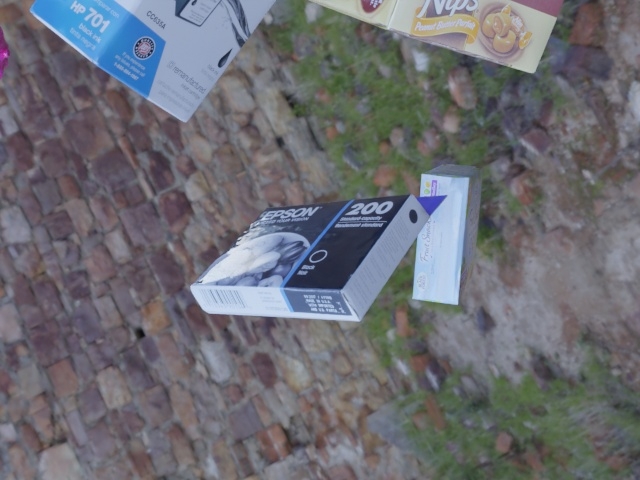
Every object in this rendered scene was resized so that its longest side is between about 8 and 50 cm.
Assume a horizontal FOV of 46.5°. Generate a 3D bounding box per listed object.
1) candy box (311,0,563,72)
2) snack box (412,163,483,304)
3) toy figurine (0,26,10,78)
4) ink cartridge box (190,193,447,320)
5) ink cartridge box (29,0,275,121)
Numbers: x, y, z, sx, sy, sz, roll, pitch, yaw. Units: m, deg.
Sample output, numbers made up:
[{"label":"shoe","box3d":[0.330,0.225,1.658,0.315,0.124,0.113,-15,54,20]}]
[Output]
[{"label":"candy box","box3d":[0.063,-0.264,0.749,0.316,0.183,0.087,42,121,50]},{"label":"snack box","box3d":[0.187,-0.017,1.075,0.207,0.070,0.174,-28,-57,-72]},{"label":"toy figurine","box3d":[-0.443,-0.221,0.851,0.173,0.159,0.130,33,120,46]},{"label":"ink cartridge box","box3d":[0.000,0.000,0.784,0.206,0.208,0.045,-2,124,39]},{"label":"ink cartridge box","box3d":[-0.105,-0.206,0.577,0.082,0.190,0.140,40,-175,19]}]
